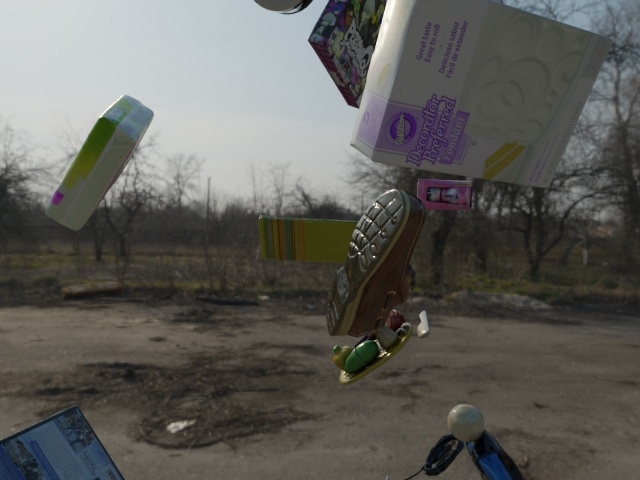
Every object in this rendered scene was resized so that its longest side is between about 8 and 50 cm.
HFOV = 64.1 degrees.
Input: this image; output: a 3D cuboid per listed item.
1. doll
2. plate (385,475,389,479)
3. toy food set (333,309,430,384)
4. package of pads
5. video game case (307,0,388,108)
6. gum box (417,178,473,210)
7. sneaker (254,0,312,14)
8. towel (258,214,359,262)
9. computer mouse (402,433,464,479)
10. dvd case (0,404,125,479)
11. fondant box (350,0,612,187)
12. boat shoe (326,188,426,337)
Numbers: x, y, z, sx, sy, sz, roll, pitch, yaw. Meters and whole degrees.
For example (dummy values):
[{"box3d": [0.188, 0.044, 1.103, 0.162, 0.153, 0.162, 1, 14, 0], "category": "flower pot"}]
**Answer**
[{"box3d": [0.190, 0.252, 0.526, 0.046, 0.188, 0.129, -29, 1, 9], "category": "doll"}, {"box3d": [0.155, 0.687, 1.271, 0.024, 0.188, 0.188, 13, 3, 11], "category": "plate"}, {"box3d": [0.100, 0.181, 0.960, 0.218, 0.071, 0.128, -39, 3, 21], "category": "toy food set"}, {"box3d": [-0.531, -0.196, 1.250, 0.101, 0.296, 0.229, 33, 22, -21], "category": "package of pads"}, {"box3d": [0.080, -0.404, 0.998, 0.042, 0.210, 0.232, 27, -5, 26], "category": "video game case"}, {"box3d": [0.275, -0.100, 1.115, 0.107, 0.062, 0.188, 4, 6, 17], "category": "gum box"}, {"box3d": [-0.060, -0.409, 0.598, 0.105, 0.295, 0.147, -5, 11, 2], "category": "sneaker"}, {"box3d": [0.000, 0.000, 0.992, 0.238, 0.102, 0.021, 3, 37, 4], "category": "towel"}, {"box3d": [0.136, 0.395, 0.814, 0.242, 0.041, 0.071, -33, 9, -9], "category": "computer mouse"}, {"box3d": [-0.436, 0.383, 0.835, 0.022, 0.180, 0.253, -37, -7, 7], "category": "dvd case"}, {"box3d": [0.235, -0.219, 0.763, 0.331, 0.238, 0.096, 5, 25, -21], "category": "fondant box"}, {"box3d": [0.056, 0.026, 0.463, 0.060, 0.064, 0.177, 9, -46, -14], "category": "boat shoe"}]
